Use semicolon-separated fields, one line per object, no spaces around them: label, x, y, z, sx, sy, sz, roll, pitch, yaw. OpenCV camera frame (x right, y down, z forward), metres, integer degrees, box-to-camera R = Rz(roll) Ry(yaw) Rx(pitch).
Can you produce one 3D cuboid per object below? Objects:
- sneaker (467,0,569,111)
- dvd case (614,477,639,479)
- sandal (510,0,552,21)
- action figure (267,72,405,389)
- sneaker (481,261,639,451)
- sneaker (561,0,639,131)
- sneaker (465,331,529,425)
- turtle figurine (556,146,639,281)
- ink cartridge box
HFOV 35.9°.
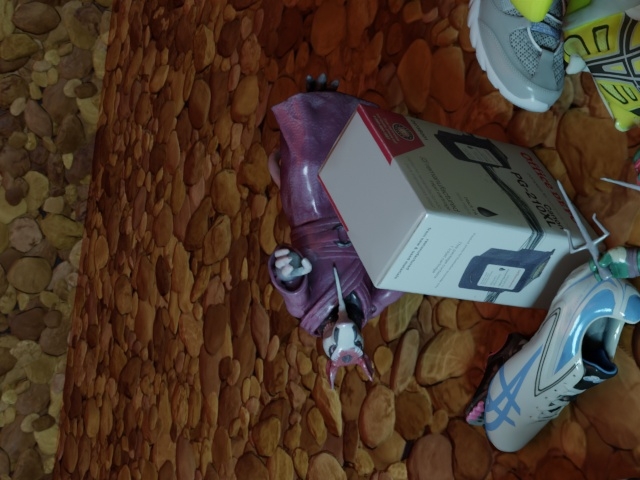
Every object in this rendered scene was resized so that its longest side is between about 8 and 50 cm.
sneaker;0.225;-0.274;1.024;0.115;0.105;0.281;-18;68;56
dvd case;0.232;0.341;0.977;0.253;0.022;0.180;-30;60;52
sandal;0.195;-0.355;0.918;0.126;0.138;0.317;105;-172;-60
action figure;0.000;0.000;1.205;0.276;0.248;0.370;-27;59;55
sneaker;0.232;0.130;0.962;0.086;0.085;0.237;53;132;39
sneaker;0.321;-0.144;0.823;0.384;0.145;0.147;-108;23;-57
sneaker;0.192;0.148;1.063;0.119;0.047;0.057;-57;33;25
turtle figurine;0.305;-0.006;0.792;0.234;0.118;0.175;50;162;18
ink cartridge box;0.141;-0.029;0.991;0.100;0.237;0.172;-58;39;31
